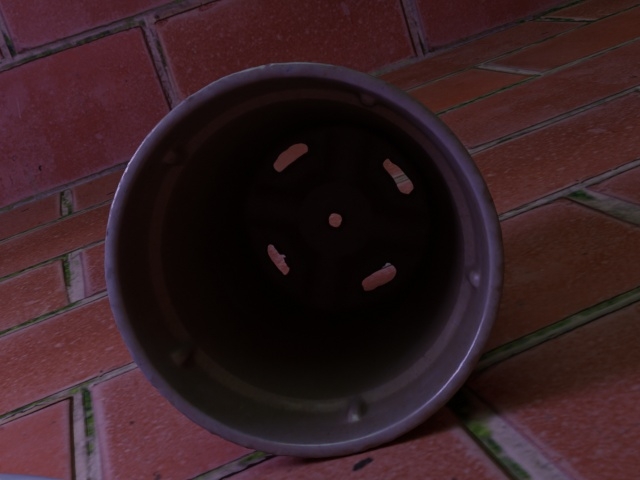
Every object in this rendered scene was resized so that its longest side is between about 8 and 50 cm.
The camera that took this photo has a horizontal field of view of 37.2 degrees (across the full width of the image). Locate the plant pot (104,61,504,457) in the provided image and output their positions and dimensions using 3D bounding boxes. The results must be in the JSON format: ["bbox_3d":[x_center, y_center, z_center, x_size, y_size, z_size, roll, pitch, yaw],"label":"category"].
[{"bbox_3d":[0.000,0.000,0.932,0.334,0.334,0.305,-16,6,9],"label":"plant pot"}]

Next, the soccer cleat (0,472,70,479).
[{"bbox_3d":[-0.294,0.180,0.579,0.331,0.143,0.116,-14,18,11],"label":"soccer cleat"}]
